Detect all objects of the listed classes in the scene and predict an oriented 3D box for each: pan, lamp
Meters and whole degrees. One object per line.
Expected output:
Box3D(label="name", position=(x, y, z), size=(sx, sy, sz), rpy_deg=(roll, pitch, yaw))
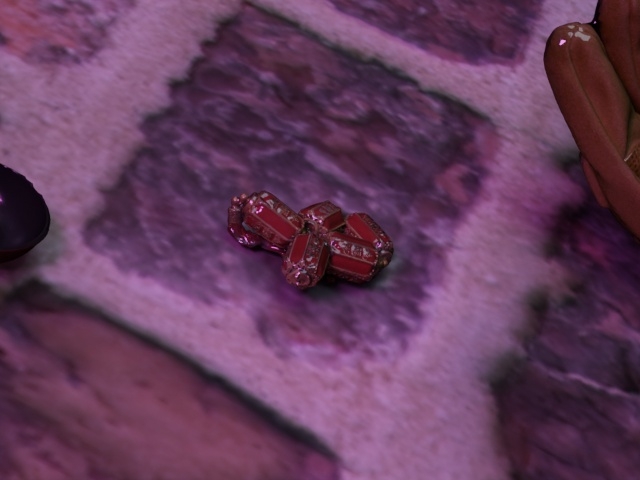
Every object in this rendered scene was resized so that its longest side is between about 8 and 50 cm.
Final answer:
Box3D(label="pan", position=(-0.161, -0.001, 0.830), size=(0.068, 0.023, 0.115), rpy_deg=(27, 29, -3))
Box3D(label="lamp", position=(0.000, 0.000, 0.946), size=(0.083, 0.031, 0.063), rpy_deg=(-5, 46, -46))

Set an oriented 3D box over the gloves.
Box3D(label="gloves", position=(0.255, -0.042, 1.091), size=(0.331, 0.141, 0.154), rpy_deg=(25, 57, -21))
